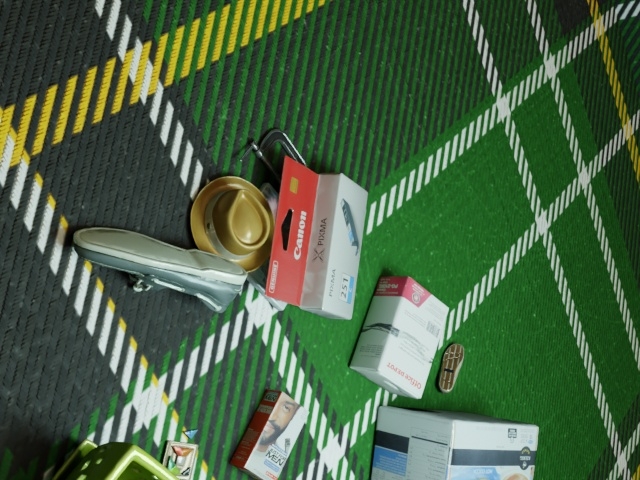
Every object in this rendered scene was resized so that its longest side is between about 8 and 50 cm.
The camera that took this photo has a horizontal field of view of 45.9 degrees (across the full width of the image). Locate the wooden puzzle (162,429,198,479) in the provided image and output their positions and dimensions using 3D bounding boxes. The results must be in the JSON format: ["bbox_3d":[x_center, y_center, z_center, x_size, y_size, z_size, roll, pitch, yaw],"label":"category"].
[{"bbox_3d":[-0.263,0.412,1.411,0.079,0.014,0.116,13,80,-42],"label":"wooden puzzle"}]

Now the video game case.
[{"bbox_3d":[-0.098,0.014,1.567,0.201,0.023,0.183,48,59,-30],"label":"video game case"}]

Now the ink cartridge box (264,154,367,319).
[{"bbox_3d":[0.000,0.000,1.578,0.261,0.066,0.296,26,68,-57],"label":"ink cartridge box"}]

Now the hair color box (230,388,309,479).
[{"bbox_3d":[-0.101,0.398,1.534,0.093,0.053,0.167,44,60,-32],"label":"hair color box"}]

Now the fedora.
[{"bbox_3d":[-0.154,-0.036,1.454,0.194,0.079,0.194,8,75,-31],"label":"fedora"}]

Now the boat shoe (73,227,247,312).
[{"bbox_3d":[-0.285,0.059,1.334,0.320,0.116,0.099,16,108,-32],"label":"boat shoe"}]

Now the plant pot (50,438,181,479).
[{"bbox_3d":[-0.342,0.460,1.207,0.227,0.207,0.228,52,57,-28],"label":"plant pot"}]

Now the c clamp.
[{"bbox_3d":[-0.092,-0.158,1.582,0.160,0.022,0.137,48,54,-29],"label":"c clamp"}]

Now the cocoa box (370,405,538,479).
[{"bbox_3d":[0.319,0.529,1.794,0.347,0.231,0.227,15,79,-41],"label":"cocoa box"}]

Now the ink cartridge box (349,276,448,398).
[{"bbox_3d":[0.187,0.227,1.770,0.172,0.100,0.237,37,64,-36],"label":"ink cartridge box"}]

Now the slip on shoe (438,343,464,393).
[{"bbox_3d":[0.335,0.331,1.947,0.041,0.052,0.135,88,19,-60],"label":"slip on shoe"}]
